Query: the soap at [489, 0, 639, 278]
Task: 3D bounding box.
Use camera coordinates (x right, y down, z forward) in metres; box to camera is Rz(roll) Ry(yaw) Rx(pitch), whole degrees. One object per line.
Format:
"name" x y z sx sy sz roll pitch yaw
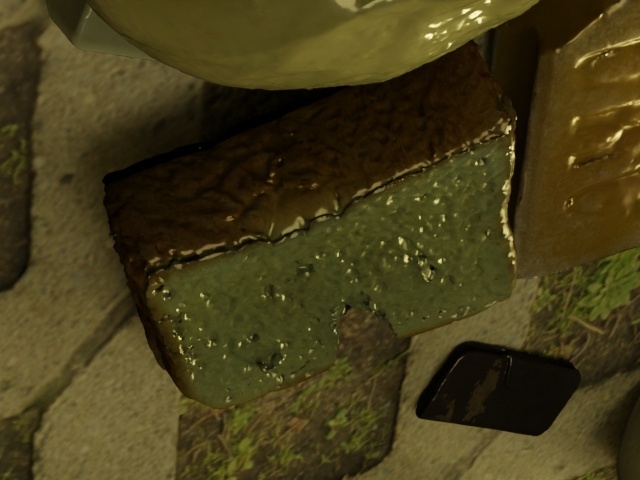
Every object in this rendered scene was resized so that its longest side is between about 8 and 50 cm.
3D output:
"soap" 0.203 -0.103 1.369 0.160 0.080 0.257 -17 135 -22

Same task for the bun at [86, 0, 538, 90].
"bun" 0.032 -0.222 0.982 0.364 0.202 0.364 -17 132 -20

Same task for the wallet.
"wallet" 0.155 0.129 1.586 0.156 0.018 0.082 14 117 -40

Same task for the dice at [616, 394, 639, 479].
"dice" 0.441 0.214 1.694 0.251 0.243 0.259 -45 135 7

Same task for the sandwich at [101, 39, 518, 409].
"sandwich" 0.001 0.001 1.270 0.273 0.095 0.249 -22 149 -5

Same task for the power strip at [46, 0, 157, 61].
"power strip" -0.040 -0.156 1.172 0.338 0.058 0.098 5 123 -37
